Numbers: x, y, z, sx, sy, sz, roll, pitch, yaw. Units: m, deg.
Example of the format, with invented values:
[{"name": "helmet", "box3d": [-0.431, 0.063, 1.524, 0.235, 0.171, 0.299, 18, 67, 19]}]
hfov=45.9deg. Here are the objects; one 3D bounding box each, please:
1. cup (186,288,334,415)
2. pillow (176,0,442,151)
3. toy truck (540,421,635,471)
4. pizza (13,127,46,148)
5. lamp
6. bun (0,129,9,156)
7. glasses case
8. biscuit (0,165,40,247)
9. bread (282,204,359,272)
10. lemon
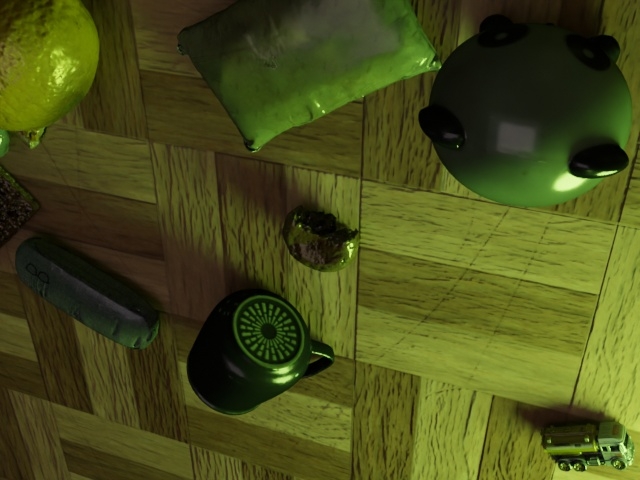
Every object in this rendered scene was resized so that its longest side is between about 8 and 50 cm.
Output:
[{"name": "cup", "box3d": [-0.093, 0.185, 1.191, 0.223, 0.169, 0.176, 16, 138, -26]}, {"name": "pillow", "box3d": [-0.023, -0.231, 0.924, 0.302, 0.075, 0.185, -19, 114, 30]}, {"name": "toy truck", "box3d": [0.389, 0.298, 1.107, 0.123, 0.052, 0.062, -13, 109, 32]}, {"name": "pizza", "box3d": [-0.450, -0.220, 1.142, 0.131, 0.041, 0.178, 6, 123, 19]}, {"name": "lamp", "box3d": [0.214, -0.141, 0.770, 0.198, 0.244, 0.197, 13, 131, 15]}, {"name": "bun", "box3d": [-0.521, -0.166, 1.202, 0.083, 0.045, 0.083, 9, 103, 41]}, {"name": "glasses case", "box3d": [-0.406, 0.092, 1.314, 0.282, 0.067, 0.109, 33, 131, 3]}, {"name": "biscuit", "box3d": [-0.593, -0.048, 1.330, 0.231, 0.025, 0.131, -34, 103, 36]}, {"name": "bread", "box3d": [0.000, 0.000, 1.076, 0.113, 0.060, 0.082, 26, 128, 9]}, {"name": "lemon", "box3d": [-0.396, -0.247, 1.005, 0.188, 0.188, 0.257, 42, 123, -7]}]
